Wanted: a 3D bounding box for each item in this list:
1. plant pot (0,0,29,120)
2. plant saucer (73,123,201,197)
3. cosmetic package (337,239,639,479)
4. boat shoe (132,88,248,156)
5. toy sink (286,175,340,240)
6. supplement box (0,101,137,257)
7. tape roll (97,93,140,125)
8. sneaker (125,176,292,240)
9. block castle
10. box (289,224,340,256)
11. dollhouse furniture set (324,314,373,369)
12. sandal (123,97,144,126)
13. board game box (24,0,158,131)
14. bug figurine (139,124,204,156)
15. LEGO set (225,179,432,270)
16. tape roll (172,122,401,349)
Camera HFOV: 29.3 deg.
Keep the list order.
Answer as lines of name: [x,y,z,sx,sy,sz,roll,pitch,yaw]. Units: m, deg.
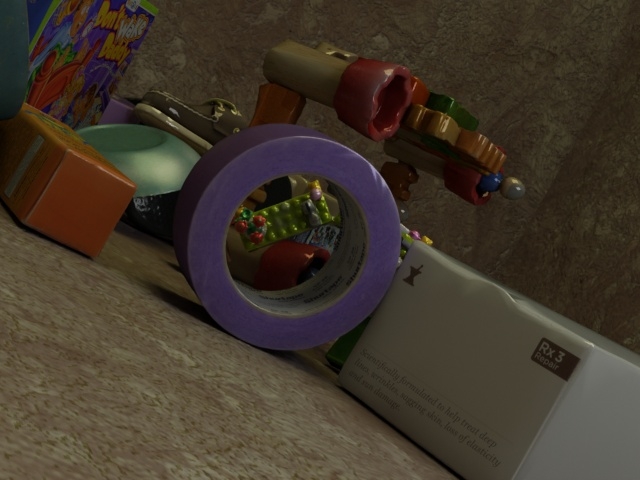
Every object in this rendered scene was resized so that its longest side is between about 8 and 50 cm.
plant pot: [-0.394,-0.228,1.054,0.195,0.290,0.290,-16,29,-28]
plant saucer: [-0.217,-0.094,1.319,0.195,0.037,0.195,3,22,-1]
cosmetic package: [0.225,0.155,1.143,0.385,0.156,0.217,24,6,-45]
boat shoe: [-0.157,-0.169,1.955,0.324,0.096,0.116,30,-6,-39]
toy sink: [-0.075,-0.044,1.693,0.153,0.131,0.234,31,5,31]
supplement box: [-0.247,-0.064,1.104,0.078,0.080,0.233,29,1,-33]
tape roll: [-0.419,-0.230,1.926,0.275,0.090,0.275,30,4,-2]
sneaker: [-0.170,-0.045,1.461,0.145,0.090,0.270,-2,4,38]
block castle: [0.071,-0.039,1.472,0.213,0.303,0.453,24,1,26]
box: [-0.002,0.019,1.671,0.027,0.094,0.137,31,5,30]
dollhouse furniture set: [0.067,0.136,1.198,0.076,0.058,0.151,23,-20,40]
sandal: [-0.365,-0.212,2.115,0.254,0.097,0.054,15,9,-29]
board game box: [-0.323,-0.224,1.471,0.078,0.233,0.347,29,4,5]
bug figurine: [-0.187,-0.091,1.907,0.279,0.072,0.216,25,-4,14]
LEGO set: [0.000,0.000,1.192,0.287,0.132,0.107,15,-3,3]
tape roll: [-0.030,-0.004,1.069,0.189,0.189,0.080,28,5,-20]
